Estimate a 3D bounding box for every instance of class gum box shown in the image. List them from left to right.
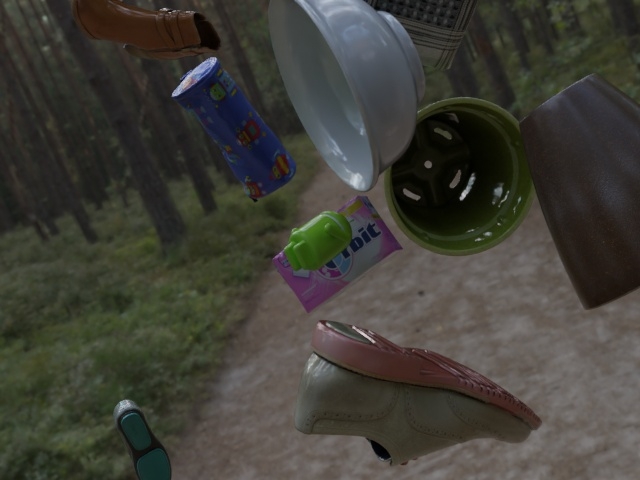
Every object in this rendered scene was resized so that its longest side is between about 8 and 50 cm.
[{"bbox_3d":[0.024,0.026,1.477,0.188,0.107,0.062,-37,-10,15],"label":"gum box"}]

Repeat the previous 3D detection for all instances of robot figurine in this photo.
[{"bbox_3d":[0.000,0.000,1.364,0.115,0.067,0.101,-36,14,-33],"label":"robot figurine"}]

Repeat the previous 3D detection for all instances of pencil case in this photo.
[{"bbox_3d":[-0.175,-0.224,1.868,0.119,0.306,0.133,-47,30,-18],"label":"pencil case"}]

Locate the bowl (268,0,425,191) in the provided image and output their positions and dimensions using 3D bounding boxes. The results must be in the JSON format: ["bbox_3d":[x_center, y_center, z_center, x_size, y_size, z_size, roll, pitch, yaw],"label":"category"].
[{"bbox_3d":[0.053,-0.228,1.273,0.134,0.298,0.298,-27,8,-12],"label":"bowl"}]

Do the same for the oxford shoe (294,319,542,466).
[{"bbox_3d":[0.126,0.220,1.194,0.397,0.146,0.140,22,1,-31],"label":"oxford shoe"}]

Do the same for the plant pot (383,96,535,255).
[{"bbox_3d":[0.226,-0.131,1.702,0.276,0.276,0.254,-24,13,-3],"label":"plant pot"}]

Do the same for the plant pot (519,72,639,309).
[{"bbox_3d":[0.340,-0.071,1.080,0.215,0.230,0.215,-32,-6,-4],"label":"plant pot"}]

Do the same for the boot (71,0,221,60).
[{"bbox_3d":[-0.248,-0.317,1.325,0.152,0.073,0.197,4,-6,27],"label":"boot"}]

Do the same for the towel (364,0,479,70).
[{"bbox_3d":[0.100,-0.425,1.448,0.312,0.324,0.056,110,173,-49],"label":"towel"}]

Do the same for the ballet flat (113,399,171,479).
[{"bbox_3d":[-0.350,0.405,1.813,0.072,0.213,0.068,-24,26,-16],"label":"ballet flat"}]
